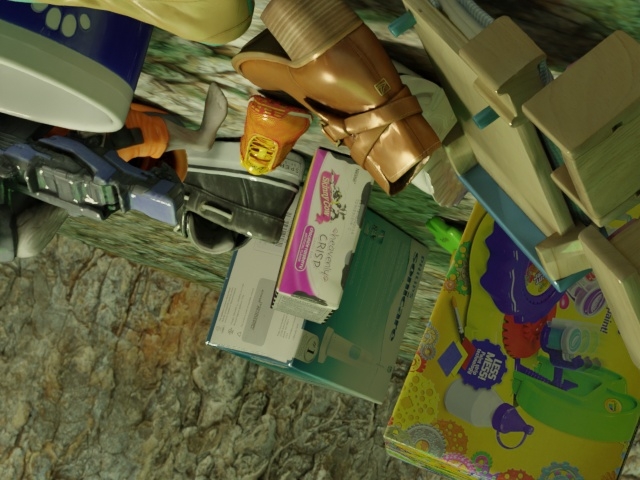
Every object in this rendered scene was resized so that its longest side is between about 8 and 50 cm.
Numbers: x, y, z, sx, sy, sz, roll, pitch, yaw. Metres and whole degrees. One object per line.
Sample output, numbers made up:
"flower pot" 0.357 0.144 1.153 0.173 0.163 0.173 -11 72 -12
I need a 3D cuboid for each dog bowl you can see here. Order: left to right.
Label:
"dog bowl" -0.268 -0.178 1.492 0.264 0.104 0.265 17 173 2

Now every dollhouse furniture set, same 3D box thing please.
"dollhouse furniture set" 0.184 -0.108 1.154 0.303 0.198 0.286 51 175 42

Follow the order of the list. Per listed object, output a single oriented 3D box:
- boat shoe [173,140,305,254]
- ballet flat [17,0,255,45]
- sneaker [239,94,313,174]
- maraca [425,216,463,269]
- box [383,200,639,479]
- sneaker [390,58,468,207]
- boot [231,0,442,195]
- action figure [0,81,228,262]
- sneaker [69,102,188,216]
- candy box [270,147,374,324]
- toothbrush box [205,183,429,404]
"boat shoe" -0.123 -0.045 2.118 0.121 0.119 0.335 19 172 -19
"ballet flat" -0.155 -0.199 1.282 0.232 0.080 0.073 14 145 4
"sneaker" -0.045 -0.096 1.765 0.064 0.067 0.175 18 171 0
"maraca" 0.194 0.039 2.161 0.185 0.099 0.127 43 170 0
"box" 0.184 0.064 1.495 0.177 0.290 0.279 21 172 5
"sneaker" 0.069 -0.097 1.493 0.094 0.090 0.235 29 177 29
"boot" 0.013 -0.096 1.314 0.152 0.073 0.197 51 172 2
"action figure" -0.228 -0.048 1.686 0.341 0.179 0.330 24 -142 31
"sneaker" -0.223 -0.080 2.066 0.180 0.125 0.321 16 173 16
"candy box" 0.000 0.000 2.024 0.071 0.159 0.233 16 172 -2
"toothbrush box" 0.004 0.066 2.300 0.126 0.216 0.295 14 174 27
